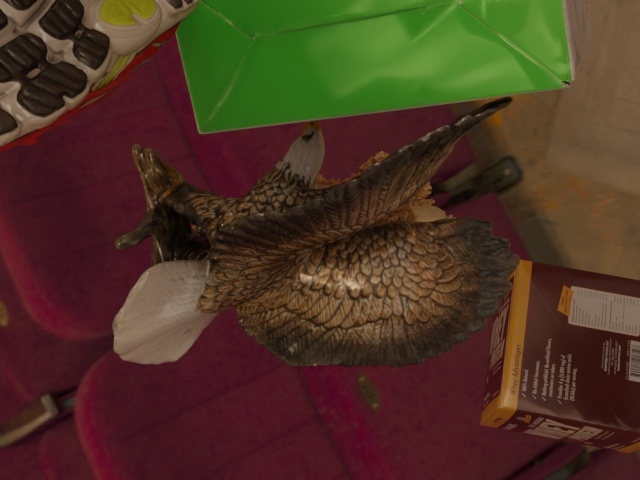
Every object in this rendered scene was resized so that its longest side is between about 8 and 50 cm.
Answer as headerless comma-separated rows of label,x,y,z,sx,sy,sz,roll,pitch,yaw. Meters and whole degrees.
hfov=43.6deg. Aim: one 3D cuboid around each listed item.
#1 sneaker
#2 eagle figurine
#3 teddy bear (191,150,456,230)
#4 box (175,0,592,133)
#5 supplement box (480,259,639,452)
sneaker,-0.154,-0.083,0.397,0.107,0.279,0.118,44,128,-1
eagle figurine,-0.003,-0.007,0.625,0.298,0.226,0.225,8,97,18
teddy bear,0.000,0.000,0.994,0.245,0.338,0.113,47,160,31
box,0.060,-0.171,0.602,0.261,0.231,0.127,-4,108,24
supplement box,0.317,0.148,1.004,0.194,0.129,0.191,10,69,5
